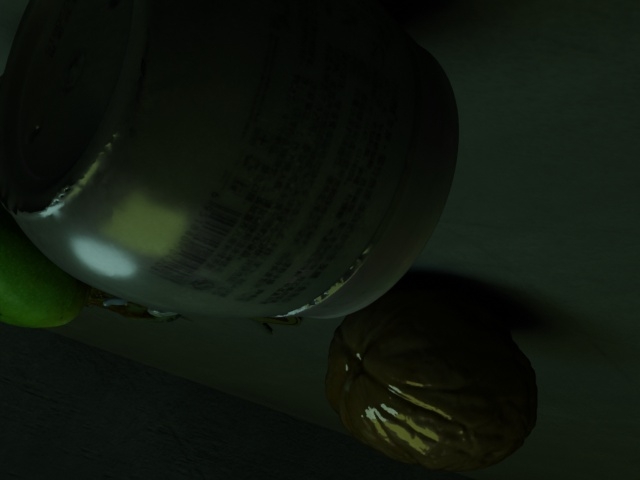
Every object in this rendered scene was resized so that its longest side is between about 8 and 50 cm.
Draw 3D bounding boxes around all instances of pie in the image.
[{"bbox_3d":[-0.416,0.107,1.925,0.303,0.066,0.302,15,163,5],"label":"pie"}]

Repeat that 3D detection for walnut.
[{"bbox_3d":[0.163,0.201,1.358,0.313,0.251,0.277,19,166,-42],"label":"walnut"}]

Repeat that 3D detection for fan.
[{"bbox_3d":[-0.139,0.139,1.853,0.230,0.011,0.335,12,162,16],"label":"fan"}]

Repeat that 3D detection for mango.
[{"bbox_3d":[-0.490,-0.003,1.416,0.201,0.225,0.382,-29,142,8],"label":"mango"}]

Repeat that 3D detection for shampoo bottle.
[{"bbox_3d":[-0.065,-0.080,0.660,0.266,0.272,0.273,20,165,-39],"label":"shampoo bottle"}]

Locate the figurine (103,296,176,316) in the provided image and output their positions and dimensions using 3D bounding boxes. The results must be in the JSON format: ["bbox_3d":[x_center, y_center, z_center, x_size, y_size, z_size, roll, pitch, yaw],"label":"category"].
[{"bbox_3d":[-0.285,0.052,1.539,0.184,0.128,0.208,13,158,5],"label":"figurine"}]

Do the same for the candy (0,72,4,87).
[{"bbox_3d":[-0.206,-0.086,0.974,0.290,0.157,0.214,17,179,-23],"label":"candy"}]
